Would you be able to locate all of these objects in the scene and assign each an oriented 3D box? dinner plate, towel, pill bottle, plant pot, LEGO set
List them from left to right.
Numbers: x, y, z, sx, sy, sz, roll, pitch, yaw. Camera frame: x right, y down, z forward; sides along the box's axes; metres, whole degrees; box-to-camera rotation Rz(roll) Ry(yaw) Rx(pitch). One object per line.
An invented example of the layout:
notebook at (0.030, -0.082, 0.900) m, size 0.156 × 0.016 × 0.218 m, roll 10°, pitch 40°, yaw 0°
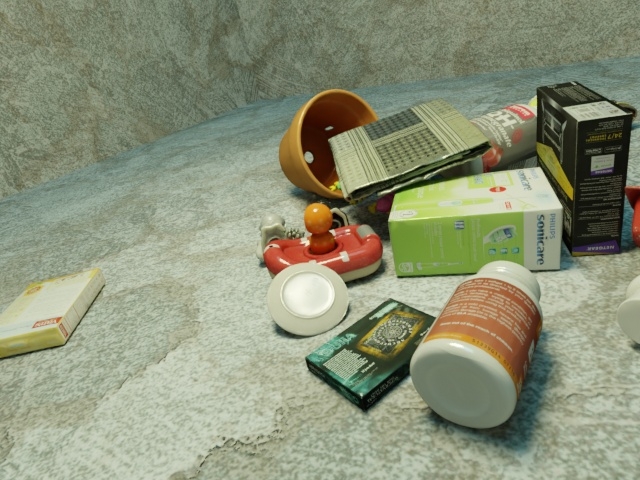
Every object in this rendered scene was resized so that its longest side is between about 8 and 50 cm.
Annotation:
LEGO set at (-0.066, -0.002, 0.965) m, size 0.083 × 0.054 × 0.023 m, roll -50°, pitch 11°, yaw 5°
dinner plate at (-0.022, 0.094, 0.781) m, size 0.141 × 0.017 × 0.141 m, roll 2°, pitch 53°, yaw -2°
plant pot at (0.015, -0.252, 1.298) m, size 0.290 × 0.291 × 0.203 m, roll -28°, pitch 12°, yaw -29°
towel at (0.181, -0.208, 1.036) m, size 0.312 × 0.056 × 0.324 m, roll -19°, pitch 33°, yaw 6°
pill bottle at (0.210, 0.117, 0.582) m, size 0.121 × 0.121 × 0.216 m, roll 7°, pitch 32°, yaw 35°
pill bottle at (0.450, -0.235, 1.139) m, size 0.318 × 0.177 × 0.176 m, roll -21°, pitch 26°, yaw -16°
pill bottle at (0.465, 0.069, 0.595) m, size 0.169 × 0.094 × 0.094 m, roll -26°, pitch 28°, yaw -26°

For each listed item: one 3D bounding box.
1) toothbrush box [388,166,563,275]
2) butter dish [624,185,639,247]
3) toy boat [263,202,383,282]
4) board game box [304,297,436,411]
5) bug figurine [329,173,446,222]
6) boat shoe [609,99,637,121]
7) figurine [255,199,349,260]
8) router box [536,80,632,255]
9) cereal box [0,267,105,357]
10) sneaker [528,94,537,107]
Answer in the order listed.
toothbrush box at (0.285, -0.038, 0.873) m, size 0.283 × 0.122 × 0.206 m, roll -3°, pitch 26°, yaw 17°
butter dish at (0.547, -0.005, 0.698) m, size 0.160 × 0.118 × 0.159 m, roll 21°, pitch 1°, yaw 43°
toy boat at (0.000, 0.000, 0.888) m, size 0.230 × 0.151 × 0.151 m, roll -15°, pitch 25°, yaw -6°
board game box at (0.086, 0.156, 0.671) m, size 0.186 × 0.026 × 0.126 m, roll -28°, pitch 29°, yaw -29°
bug figurine at (0.161, -0.147, 1.111) m, size 0.279 × 0.072 × 0.216 m, roll 34°, pitch 56°, yaw 28°
boat shoe at (0.740, -0.323, 1.265) m, size 0.324 × 0.117 × 0.096 m, roll -18°, pitch 22°, yaw -25°
figurine at (-0.052, -0.035, 1.082) m, size 0.214 × 0.093 × 0.209 m, roll -15°, pitch 17°, yaw -3°
router box at (0.483, -0.150, 0.870) m, size 0.080 × 0.243 × 0.309 m, roll -5°, pitch 27°, yaw 16°
cereal box at (-0.584, 0.150, 0.972) m, size 0.172 × 0.048 × 0.240 m, roll -12°, pitch 26°, yaw 1°
sneaker at (0.599, -0.334, 1.322) m, size 0.081 × 0.208 × 0.094 m, roll 40°, pitch 55°, yaw 4°
